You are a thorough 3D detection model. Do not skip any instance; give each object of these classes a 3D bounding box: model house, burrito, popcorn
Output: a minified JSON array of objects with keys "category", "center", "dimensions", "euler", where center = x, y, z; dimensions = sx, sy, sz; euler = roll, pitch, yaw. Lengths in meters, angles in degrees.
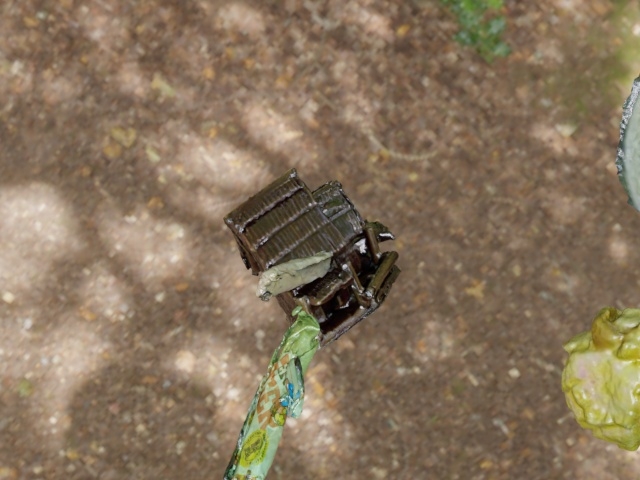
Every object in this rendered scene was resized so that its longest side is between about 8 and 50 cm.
[{"category":"model house","center":[0.000,0.000,2.061],"dimensions":[0.317,0.297,0.282],"euler":[-33,102,-22]},{"category":"burrito","center":[-0.054,0.218,1.506],"dimensions":[0.054,0.104,0.288],"euler":[32,62,-19]},{"category":"popcorn","center":[0.518,0.214,1.811],"dimensions":[0.212,0.259,0.259],"euler":[-4,59,-45]},{"category":"burrito","center":[-0.037,0.050,1.708],"dimensions":[0.042,0.051,0.171],"euler":[47,34,20]}]

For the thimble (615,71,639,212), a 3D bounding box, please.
[{"category":"thimble","center":[0.468,-0.105,1.190],"dimensions":[0.150,0.271,0.270],"euler":[15,47,-35]}]
